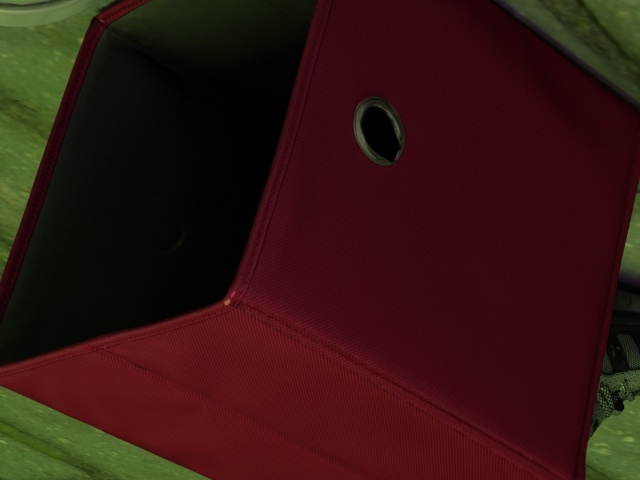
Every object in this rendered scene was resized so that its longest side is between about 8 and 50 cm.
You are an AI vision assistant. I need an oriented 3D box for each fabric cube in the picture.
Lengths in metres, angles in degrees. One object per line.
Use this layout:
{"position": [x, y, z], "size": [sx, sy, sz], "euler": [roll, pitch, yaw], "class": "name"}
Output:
{"position": [0.000, 0.000, 0.995], "size": [0.258, 0.254, 0.259], "euler": [32, 150, -31], "class": "fabric cube"}

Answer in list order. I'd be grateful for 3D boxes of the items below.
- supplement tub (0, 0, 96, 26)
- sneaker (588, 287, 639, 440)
{"position": [-0.139, -0.200, 0.783], "size": [0.144, 0.144, 0.199], "euler": [17, 156, -4], "class": "supplement tub"}
{"position": [0.210, 0.105, 1.215], "size": [0.269, 0.153, 0.101], "euler": [16, 156, -2], "class": "sneaker"}
